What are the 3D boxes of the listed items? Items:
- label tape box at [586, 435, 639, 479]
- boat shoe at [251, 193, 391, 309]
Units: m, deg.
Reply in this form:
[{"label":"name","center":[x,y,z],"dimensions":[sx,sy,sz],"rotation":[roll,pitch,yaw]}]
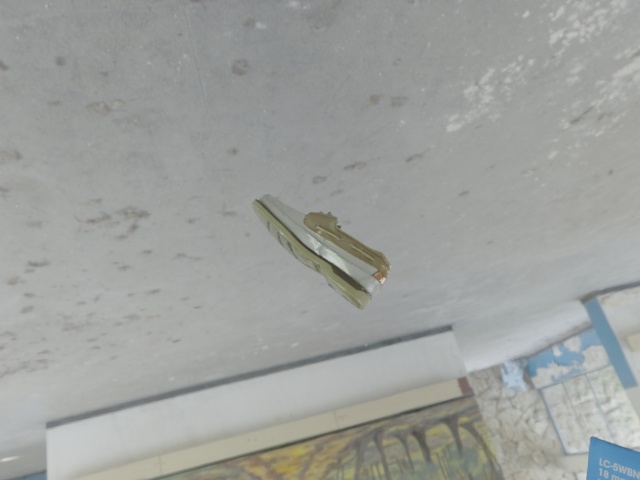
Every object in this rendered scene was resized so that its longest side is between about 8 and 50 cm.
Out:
[{"label":"label tape box","center":[0.237,0.329,0.315],"dimensions":[0.106,0.334,0.240],"rotation":[10,173,-29]},{"label":"boat shoe","center":[0.000,0.000,0.976],"dimensions":[0.103,0.302,0.113],"rotation":[-47,166,-12]}]
